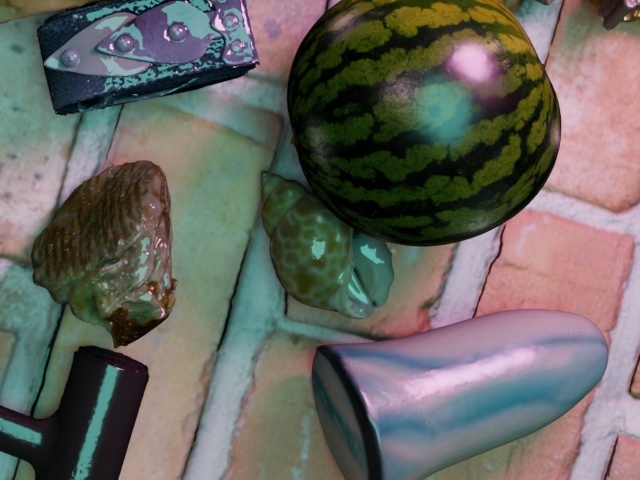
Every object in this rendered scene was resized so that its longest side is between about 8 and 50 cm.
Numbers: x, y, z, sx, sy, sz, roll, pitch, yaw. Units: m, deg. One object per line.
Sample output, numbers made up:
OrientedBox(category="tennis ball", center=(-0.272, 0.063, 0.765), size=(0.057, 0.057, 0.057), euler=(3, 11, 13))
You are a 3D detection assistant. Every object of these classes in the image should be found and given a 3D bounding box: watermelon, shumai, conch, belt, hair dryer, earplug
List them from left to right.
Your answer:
OrientedBox(category="hair dryer", center=(-0.323, 0.192, 1.587), size=(0.251, 0.089, 0.197), euler=(18, 92, -9))
OrientedBox(category="shumai", center=(-0.193, 0.018, 1.575), size=(0.184, 0.184, 0.142), euler=(-48, 128, -5))
OrientedBox(category="belt", center=(-0.183, -0.211, 1.555), size=(0.218, 0.122, 0.128), euler=(-15, 91, -12))
OrientedBox(category="conch", center=(0.001, 0.015, 1.637), size=(0.173, 0.106, 0.116), euler=(33, 80, -29))
OrientedBox(category="watermelon", center=(0.104, -0.135, 1.553), size=(0.285, 0.285, 0.285), euler=(-2, 96, -14))
OrientedBox(category="earplug", center=(0.172, 0.157, 1.661), size=(0.324, 0.185, 0.185), euler=(-17, 100, -16))

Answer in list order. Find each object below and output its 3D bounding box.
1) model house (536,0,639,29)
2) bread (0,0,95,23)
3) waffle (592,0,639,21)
OrientedBox(category="model house", center=(0.287, -0.335, 1.637), size=(0.229, 0.122, 0.188), euler=(27, 84, 10))
OrientedBox(category="bread", center=(-0.250, -0.417, 1.410), size=(0.390, 0.279, 0.371), euler=(-17, 86, -12))
OrientedBox(category="waffle", center=(0.461, -0.233, 1.738), size=(0.260, 0.069, 0.293), euler=(-27, 103, -9))
